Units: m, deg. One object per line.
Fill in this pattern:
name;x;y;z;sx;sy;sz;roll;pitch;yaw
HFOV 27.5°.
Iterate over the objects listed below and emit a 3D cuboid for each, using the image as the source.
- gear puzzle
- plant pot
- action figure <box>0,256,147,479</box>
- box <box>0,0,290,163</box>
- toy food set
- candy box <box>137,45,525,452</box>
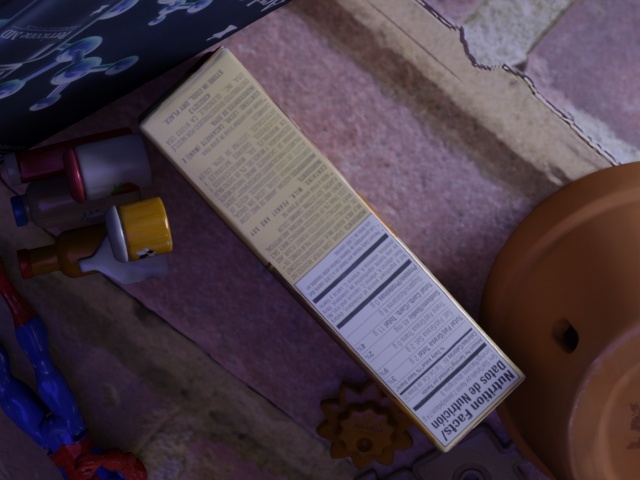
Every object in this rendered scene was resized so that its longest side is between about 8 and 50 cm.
gear puzzle;0.118;0.253;1.127;0.175;0.044;0.339;-32;103;13
plant pot;0.270;0.104;0.987;0.290;0.203;0.291;1;108;3
action figure;-0.231;0.165;1.079;0.091;0.139;0.280;-28;106;13
box;-0.168;-0.226;0.839;0.395;0.293;0.212;-27;86;12
toy food set;-0.178;-0.019;0.961;0.104;0.232;0.111;-13;94;-12
candy box;0.000;0.000;0.975;0.087;0.183;0.316;-43;101;0
